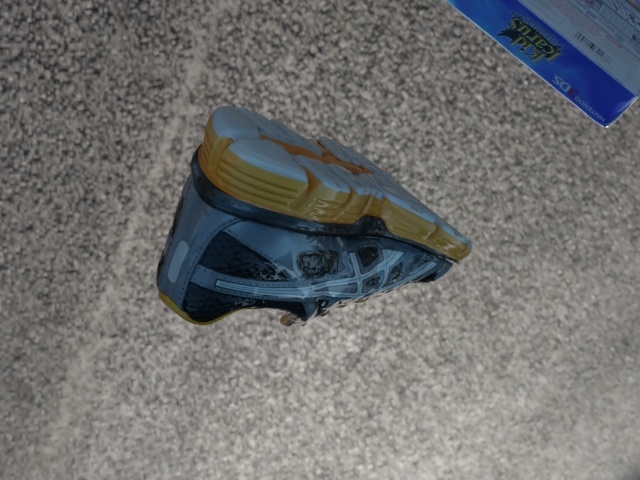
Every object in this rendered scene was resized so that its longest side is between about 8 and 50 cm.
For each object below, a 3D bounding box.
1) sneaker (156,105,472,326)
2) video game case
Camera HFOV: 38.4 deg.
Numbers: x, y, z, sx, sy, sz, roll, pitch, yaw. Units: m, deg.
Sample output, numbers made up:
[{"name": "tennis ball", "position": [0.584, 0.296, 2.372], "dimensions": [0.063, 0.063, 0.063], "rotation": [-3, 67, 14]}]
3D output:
[{"name": "sneaker", "position": [0.000, 0.000, 0.436], "dimensions": [0.215, 0.084, 0.083], "rotation": [14, 111, -57]}, {"name": "video game case", "position": [0.271, -0.279, 1.075], "dimensions": [0.269, 0.244, 0.061], "rotation": [40, 132, 1]}]
